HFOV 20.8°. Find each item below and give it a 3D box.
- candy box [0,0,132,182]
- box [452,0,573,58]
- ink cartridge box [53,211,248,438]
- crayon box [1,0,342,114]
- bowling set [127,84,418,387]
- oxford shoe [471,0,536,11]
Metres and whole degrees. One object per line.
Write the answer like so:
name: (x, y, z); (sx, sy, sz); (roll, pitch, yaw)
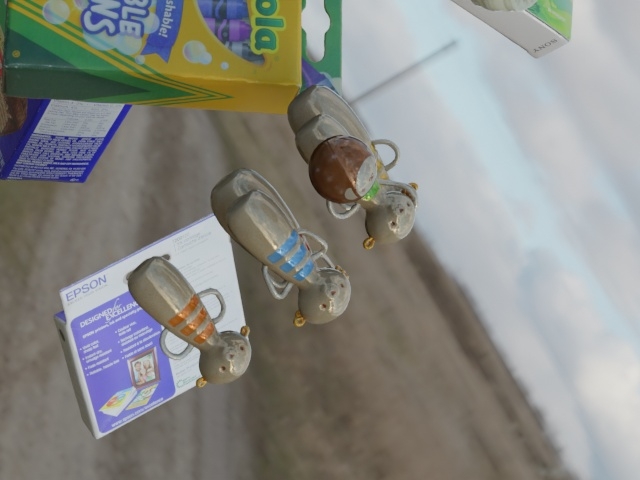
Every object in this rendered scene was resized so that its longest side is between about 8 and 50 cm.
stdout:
candy box: (-0.295, -0.259, 1.992); (0.317, 0.122, 0.268); (-50, -131, 47)
box: (0.181, -0.383, 1.854); (0.232, 0.058, 0.322); (27, 58, -33)
ink cartridge box: (-0.178, 0.081, 1.853); (0.045, 0.206, 0.208); (37, -35, 43)
crayon box: (-0.130, -0.232, 1.638); (0.083, 0.323, 0.203); (125, -33, -71)
bowling set: (0.000, 0.000, 1.426); (0.154, 0.287, 0.200); (49, -22, -17)
oxford shoe: (0.133, -0.366, 1.088); (0.130, 0.449, 0.169); (26, 28, 23)
